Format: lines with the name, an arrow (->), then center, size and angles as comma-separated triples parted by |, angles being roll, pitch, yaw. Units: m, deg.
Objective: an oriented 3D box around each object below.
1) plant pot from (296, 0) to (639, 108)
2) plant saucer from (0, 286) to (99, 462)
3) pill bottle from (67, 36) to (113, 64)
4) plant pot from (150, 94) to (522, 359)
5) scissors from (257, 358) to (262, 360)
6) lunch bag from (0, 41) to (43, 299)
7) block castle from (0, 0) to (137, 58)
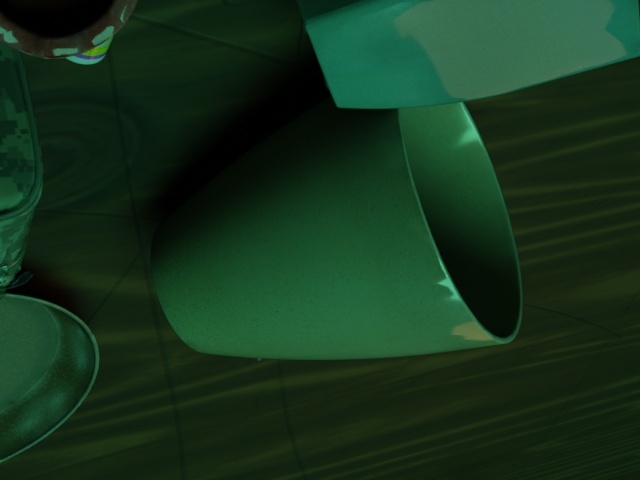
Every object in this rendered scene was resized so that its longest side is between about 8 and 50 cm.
plant pot -> 0.096, -0.204, 1.055 | 0.234, 0.165, 0.165 | -20, 147, 4
plant saucer -> -0.362, 0.130, 1.301 | 0.311, 0.050, 0.310 | -18, 146, -13
pill bottle -> -0.164, -0.171, 1.021 | 0.043, 0.043, 0.083 | -1, 140, -34
plant pot -> 0.000, 0.000, 1.223 | 0.274, 0.256, 0.256 | -18, 151, 22
scissors -> -0.027, 0.027, 1.417 | 0.109, 0.021, 0.297 | 4, 138, -41
lunch bag -> -0.348, -0.033, 0.954 | 0.305, 0.212, 0.256 | -8, 160, -25
block castle -> -0.002, -0.295, 0.689 | 0.453, 0.213, 0.303 | -22, 106, -6
